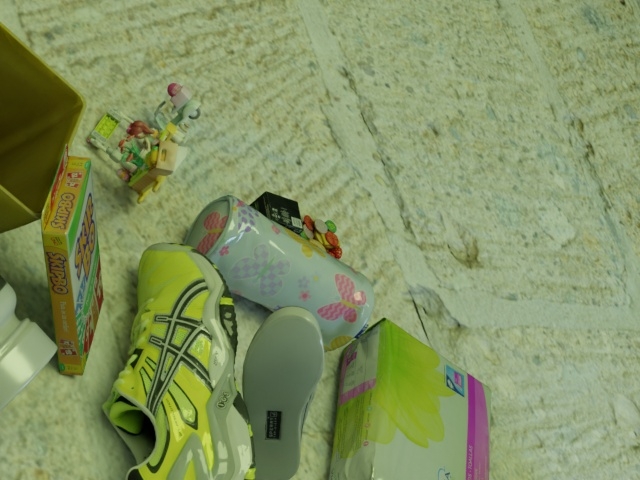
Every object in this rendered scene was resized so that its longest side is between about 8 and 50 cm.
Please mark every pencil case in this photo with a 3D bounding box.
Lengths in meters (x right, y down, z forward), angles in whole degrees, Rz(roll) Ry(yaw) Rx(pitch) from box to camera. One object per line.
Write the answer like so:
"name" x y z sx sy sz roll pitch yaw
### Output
"pencil case" -0.057 0.047 1.917 0.273 0.124 0.113 33 16 -27

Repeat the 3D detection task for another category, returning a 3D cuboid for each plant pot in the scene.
"plant pot" -0.421 -0.118 1.573 0.212 0.187 0.212 43 36 -28

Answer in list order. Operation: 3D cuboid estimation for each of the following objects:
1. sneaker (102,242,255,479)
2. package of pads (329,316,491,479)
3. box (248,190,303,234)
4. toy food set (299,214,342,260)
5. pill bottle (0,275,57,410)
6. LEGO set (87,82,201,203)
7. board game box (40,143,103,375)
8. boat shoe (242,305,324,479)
"sneaker" -0.181 0.152 1.670 0.147 0.145 0.384 4 47 -24
"package of pads" 0.126 0.275 1.937 0.229 0.101 0.296 34 39 -25
"box" -0.076 -0.021 1.979 0.062 0.083 0.052 19 47 -39
"toy food set" 0.000 0.000 2.100 0.083 0.020 0.082 4 57 -46
"pill bottle" -0.421 0.062 1.456 0.283 0.161 0.161 46 36 -9
"LEGO set" -0.241 -0.131 1.848 0.107 0.132 0.287 38 16 -11
"board game box" -0.280 0.024 1.595 0.039 0.259 0.124 4 45 4
"boat shoe" -0.046 0.176 1.720 0.096 0.267 0.088 3 36 0
